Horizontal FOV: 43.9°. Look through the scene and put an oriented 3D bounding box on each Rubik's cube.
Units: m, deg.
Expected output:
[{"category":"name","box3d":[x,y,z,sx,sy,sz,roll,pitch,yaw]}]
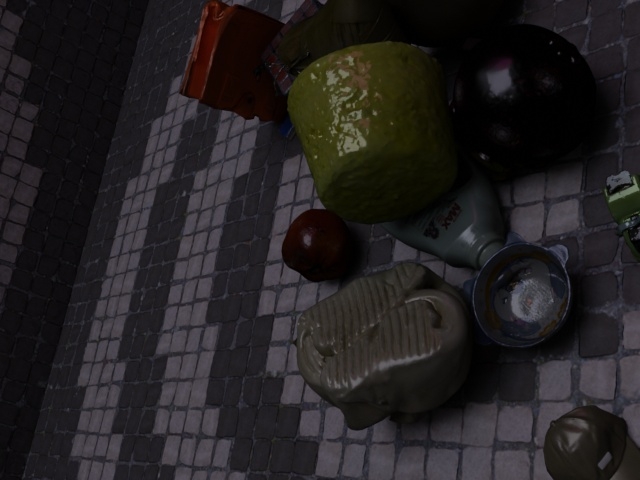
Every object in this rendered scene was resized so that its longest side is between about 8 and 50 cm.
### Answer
[{"category":"Rubik's cube","box3d":[0.012,-0.492,2.219,0.237,0.237,0.238,-45,42,19]}]

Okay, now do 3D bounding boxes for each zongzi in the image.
[{"category":"zongzi","box3d":[-0.011,-0.517,1.878,0.447,0.418,0.181,14,62,30]}]

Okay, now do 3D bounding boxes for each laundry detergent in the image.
[{"category":"laundry detergent","box3d":[0.292,-0.062,1.745,0.264,0.124,0.398,-57,39,12]}]

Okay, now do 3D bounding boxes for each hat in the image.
[{"category":"hat","box3d":[0.455,0.385,1.314,0.166,0.144,0.173,-54,16,17]}]

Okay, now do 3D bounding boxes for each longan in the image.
[{"category":"longan","box3d":[0.271,-0.629,1.905,0.361,0.361,0.361,-26,52,39]}]

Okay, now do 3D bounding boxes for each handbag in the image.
[{"category":"handbag","box3d":[-0.211,-0.507,2.314,0.116,0.410,0.304,21,99,31]}]

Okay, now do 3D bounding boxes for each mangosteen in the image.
[{"category":"mangosteen","box3d":[0.398,-0.287,1.615,0.313,0.297,0.297,-13,60,56]}]

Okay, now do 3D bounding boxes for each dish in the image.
[{"category":"dish","box3d":[0.401,0.101,1.541,0.236,0.086,0.228,-29,59,32]}]

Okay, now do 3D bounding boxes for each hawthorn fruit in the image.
[{"category":"hawthorn fruit","box3d":[0.000,0.000,2.016,0.185,0.185,0.202,-27,34,38]}]

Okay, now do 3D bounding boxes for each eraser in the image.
[{"category":"eraser","box3d":[-0.088,-0.356,2.427,0.085,0.027,0.063,-55,40,12]}]

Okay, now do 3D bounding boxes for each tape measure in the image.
[{"category":"tape measure","box3d":[0.567,-0.030,1.376,0.087,0.177,0.154,-29,63,38]}]

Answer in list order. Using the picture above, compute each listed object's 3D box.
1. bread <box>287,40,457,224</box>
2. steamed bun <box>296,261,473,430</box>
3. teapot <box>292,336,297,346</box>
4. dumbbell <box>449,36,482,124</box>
[{"category":"bread","box3d":[0.111,-0.221,1.675,0.348,0.348,0.308,-29,54,37]},{"category":"steamed bun","box3d":[0.145,0.239,1.648,0.367,0.255,0.342,-22,35,11]},{"category":"teapot","box3d":[-0.024,0.260,1.963,0.085,0.110,0.080,36,84,9]},{"category":"dumbbell","box3d":[0.347,-0.344,1.833,0.225,0.124,0.140,-60,38,6]}]
